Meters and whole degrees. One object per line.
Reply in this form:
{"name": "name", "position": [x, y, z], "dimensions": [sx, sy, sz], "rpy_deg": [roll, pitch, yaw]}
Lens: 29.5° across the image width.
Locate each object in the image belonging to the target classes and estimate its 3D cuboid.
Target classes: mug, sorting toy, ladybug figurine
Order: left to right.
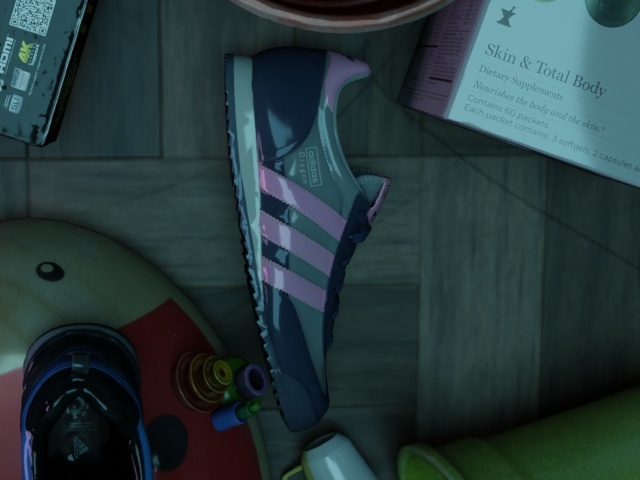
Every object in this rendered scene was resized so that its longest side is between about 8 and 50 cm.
{"name": "ladybug figurine", "position": [-0.192, 0.203, 0.980], "dimensions": [0.305, 0.162, 0.449], "rpy_deg": [-23, 101, -3]}
{"name": "sorting toy", "position": [-0.068, 0.113, 0.944], "dimensions": [0.042, 0.102, 0.061], "rpy_deg": [-24, 70, 33]}
{"name": "mug", "position": [0.007, 0.206, 1.057], "dimensions": [0.078, 0.062, 0.064], "rpy_deg": [-28, 94, -8]}

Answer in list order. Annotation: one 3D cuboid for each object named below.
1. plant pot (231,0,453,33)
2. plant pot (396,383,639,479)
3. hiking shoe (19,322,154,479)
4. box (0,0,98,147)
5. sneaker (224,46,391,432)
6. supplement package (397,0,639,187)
{"name": "plant pot", "position": [-0.004, -0.283, 0.867], "dimensions": [0.272, 0.265, 0.273], "rpy_deg": [-1, 99, -8]}
{"name": "plant pot", "position": [0.239, 0.240, 1.007], "dimensions": [0.253, 0.276, 0.276], "rpy_deg": [-25, 102, -14]}
{"name": "hiking shoe", "position": [-0.161, 0.214, 0.834], "dimensions": [0.113, 0.132, 0.304], "rpy_deg": [-10, 100, -6]}
{"name": "box", "position": [-0.272, -0.256, 0.875], "dimensions": [0.257, 0.079, 0.322], "rpy_deg": [17, 95, -6]}
{"name": "sneaker", "position": [0.000, 0.000, 0.995], "dimensions": [0.131, 0.112, 0.319], "rpy_deg": [-8, 102, -4]}
{"name": "supplement package", "position": [0.208, -0.193, 0.942], "dimensions": [0.199, 0.198, 0.263], "rpy_deg": [18, 97, -9]}
